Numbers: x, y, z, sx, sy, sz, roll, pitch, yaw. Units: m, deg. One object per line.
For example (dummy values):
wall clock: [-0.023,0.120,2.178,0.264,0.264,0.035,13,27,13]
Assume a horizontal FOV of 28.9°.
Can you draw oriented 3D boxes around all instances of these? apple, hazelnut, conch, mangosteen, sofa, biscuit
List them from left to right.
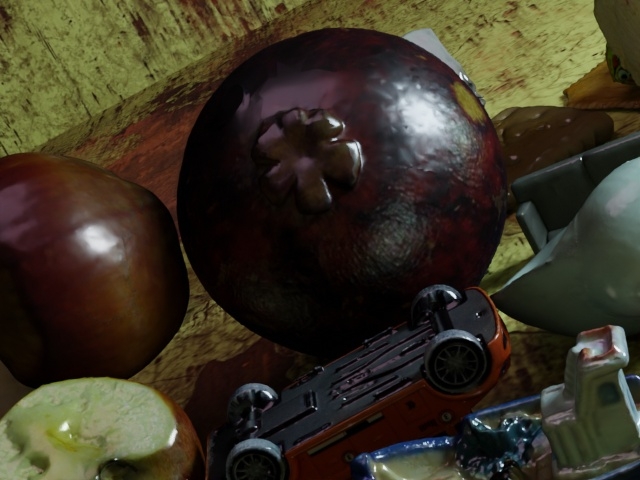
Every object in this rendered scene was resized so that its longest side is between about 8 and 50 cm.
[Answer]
hazelnut: [-0.234,0.016,1.119,0.217,0.217,0.251,-36,45,-18]
apple: [-0.179,0.208,1.010,0.173,0.160,0.195,2,45,33]
mangosteen: [0.030,-0.038,1.179,0.306,0.306,0.359,-25,-15,12]
biscuit: [0.157,-0.061,1.399,0.325,0.044,0.217,-35,18,-15]
sofa: [0.253,-0.037,1.133,0.147,0.085,0.060,-21,18,23]
conch: [0.223,0.016,0.961,0.185,0.121,0.221,-11,-13,-14]
biscuit: [0.411,-0.216,1.474,0.232,0.013,0.237,-37,19,-19]

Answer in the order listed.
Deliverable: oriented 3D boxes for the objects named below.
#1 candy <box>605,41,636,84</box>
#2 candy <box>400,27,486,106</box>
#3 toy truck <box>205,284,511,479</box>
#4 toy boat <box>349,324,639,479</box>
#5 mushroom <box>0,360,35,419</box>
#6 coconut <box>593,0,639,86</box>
candy: [0.383,-0.244,1.482,0.073,0.077,0.262,-19,13,23]
candy: [0.073,-0.139,1.478,0.185,0.137,0.195,-31,-11,-33]
toy truck: [0.038,0.139,0.952,0.252,0.114,0.107,-29,18,7]
toy boat: [0.145,0.130,0.814,0.262,0.115,0.114,-23,20,19]
mushroom: [-0.284,0.178,1.261,0.206,0.209,0.206,-12,50,15]
coconut: [0.416,-0.245,1.209,0.244,0.239,0.239,-35,19,-4]
